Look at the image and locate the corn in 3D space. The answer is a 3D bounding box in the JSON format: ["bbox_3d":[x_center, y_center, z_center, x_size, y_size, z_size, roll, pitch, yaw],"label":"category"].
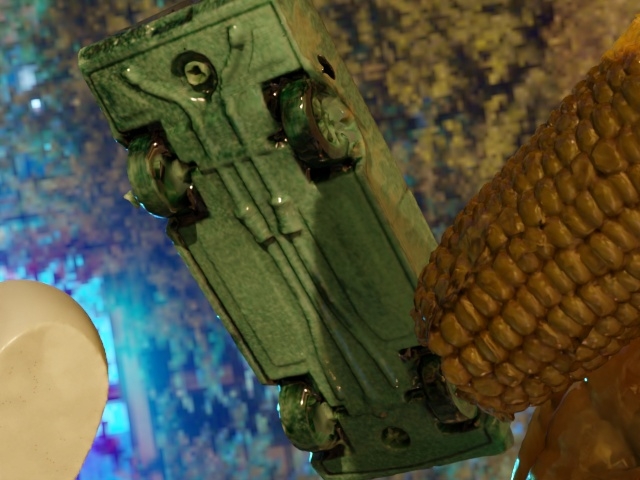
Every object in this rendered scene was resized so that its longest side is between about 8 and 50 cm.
[{"bbox_3d":[0.141,-0.041,0.553,0.106,0.293,0.106,35,-153,-21],"label":"corn"}]

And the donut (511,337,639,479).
[{"bbox_3d":[0.298,0.195,0.711,0.198,0.449,0.449,-17,-80,-60],"label":"donut"}]

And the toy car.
[{"bbox_3d":[0.000,0.000,0.820,0.321,0.141,0.097,61,-150,-23],"label":"toy car"}]

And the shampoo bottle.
[{"bbox_3d":[-0.112,0.047,0.507,0.077,0.045,0.152,-65,18,2],"label":"shampoo bottle"}]
